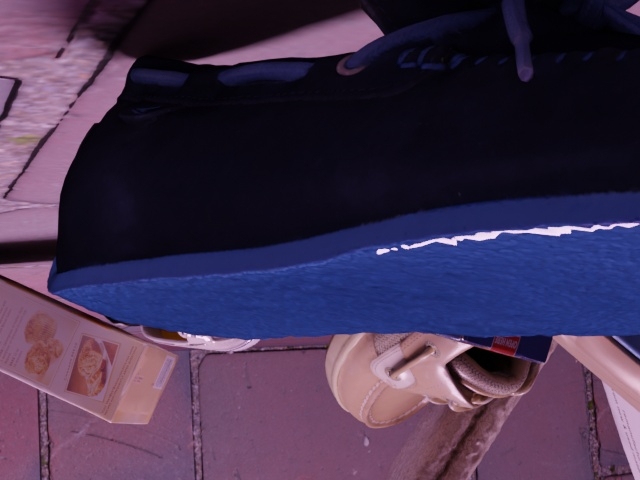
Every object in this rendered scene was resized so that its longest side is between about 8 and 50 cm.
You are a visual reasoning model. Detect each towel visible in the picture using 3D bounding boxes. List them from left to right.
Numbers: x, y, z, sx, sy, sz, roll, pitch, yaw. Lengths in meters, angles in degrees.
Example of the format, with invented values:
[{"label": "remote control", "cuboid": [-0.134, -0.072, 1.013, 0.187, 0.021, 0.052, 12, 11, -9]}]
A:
[{"label": "towel", "cuboid": [0.132, 0.106, 1.045, 0.049, 0.282, 0.187, 33, 178, 4]}]

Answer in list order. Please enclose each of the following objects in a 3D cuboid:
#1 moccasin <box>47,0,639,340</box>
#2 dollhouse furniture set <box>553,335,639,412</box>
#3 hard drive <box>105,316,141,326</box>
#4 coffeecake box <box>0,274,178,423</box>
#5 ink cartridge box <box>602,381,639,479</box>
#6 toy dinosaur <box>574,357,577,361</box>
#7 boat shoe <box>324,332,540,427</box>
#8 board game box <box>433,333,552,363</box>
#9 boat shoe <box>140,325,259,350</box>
[{"label": "moccasin", "cuboid": [0.035, -0.038, 0.397, 0.342, 0.117, 0.138, -3, 162, 36]}, {"label": "dollhouse furniture set", "cuboid": [0.330, -0.019, 0.815, 0.286, 0.198, 0.303, -47, 177, -41]}, {"label": "hard drive", "cuboid": [-0.057, 0.023, 1.021, 0.237, 0.064, 0.339, -3, 172, -6]}, {"label": "coffeecake box", "cuboid": [-0.222, 0.081, 1.070, 0.185, 0.068, 0.142, 23, 174, 7]}, {"label": "ink cartridge box", "cuboid": [0.444, 0.146, 1.018, 0.285, 0.166, 0.395, -26, -162, -11]}, {"label": "toy dinosaur", "cuboid": [0.248, 0.029, 1.156, 0.211, 0.064, 0.112, -31, -171, -27]}, {"label": "boat shoe", "cuboid": [0.087, 0.064, 0.848, 0.109, 0.098, 0.302, -19, 157, -28]}, {"label": "board game box", "cuboid": [0.000, 0.000, 0.680, 0.194, 0.060, 0.194, 15, 177, 35]}, {"label": "boat shoe", "cuboid": [-0.082, 0.057, 0.898, 0.100, 0.035, 0.035, -2, 178, 40]}]
